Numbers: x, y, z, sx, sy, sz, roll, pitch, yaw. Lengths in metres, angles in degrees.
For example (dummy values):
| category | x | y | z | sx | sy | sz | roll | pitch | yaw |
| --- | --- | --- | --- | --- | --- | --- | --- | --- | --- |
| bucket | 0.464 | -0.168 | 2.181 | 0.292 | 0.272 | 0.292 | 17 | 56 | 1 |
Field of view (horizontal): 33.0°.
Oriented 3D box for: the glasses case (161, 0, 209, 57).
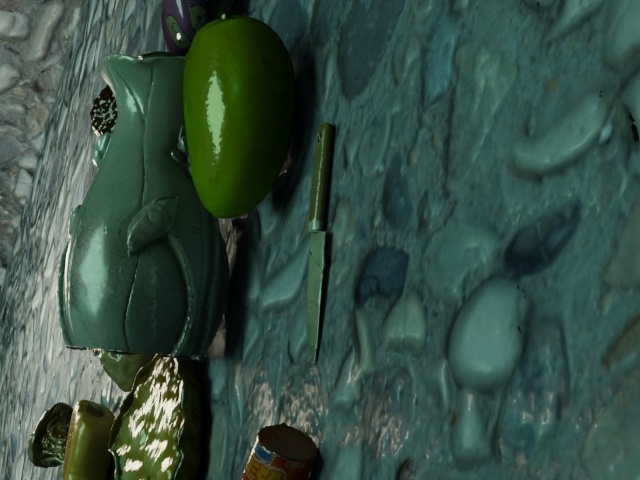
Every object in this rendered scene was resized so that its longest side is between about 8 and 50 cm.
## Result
| category | x | y | z | sx | sy | sz | roll | pitch | yaw |
| --- | --- | --- | --- | --- | --- | --- | --- | --- | --- |
| glasses case | -0.234 | -0.377 | 1.858 | 0.316 | 0.076 | 0.123 | -172 | 73 | -80 |

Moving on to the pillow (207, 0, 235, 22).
| category | x | y | z | sx | sy | sz | roll | pitch | yaw |
| --- | --- | --- | --- | --- | --- | --- | --- | --- | --- |
| pillow | -0.167 | -0.479 | 1.845 | 0.148 | 0.050 | 0.229 | 119 | 149 | -56 |

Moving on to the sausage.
| category | x | y | z | sx | sy | sz | roll | pitch | yaw |
| --- | --- | --- | --- | --- | --- | --- | --- | --- | --- |
| sausage | -0.077 | 0.340 | 1.248 | 0.074 | 0.074 | 0.274 | -121 | 45 | -58 |

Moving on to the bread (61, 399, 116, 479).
| category | x | y | z | sx | sy | sz | roll | pitch | yaw |
| --- | --- | --- | --- | --- | --- | --- | --- | --- | --- |
| bread | -0.439 | 0.398 | 2.065 | 0.134 | 0.085 | 0.173 | -143 | 64 | -69 |

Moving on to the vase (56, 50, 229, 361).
| category | x | y | z | sx | sy | sz | roll | pitch | yaw |
| --- | --- | --- | --- | --- | --- | --- | --- | --- | --- |
| vase | -0.248 | -0.052 | 1.574 | 0.250 | 0.250 | 0.445 | 167 | 108 | -66 |

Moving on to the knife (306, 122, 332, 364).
| category | x | y | z | sx | sy | sz | roll | pitch | yaw |
| --- | --- | --- | --- | --- | --- | --- | --- | --- | --- |
| knife | -0.002 | -0.001 | 1.286 | 0.047 | 0.017 | 0.297 | -15 | 66 | 59 |

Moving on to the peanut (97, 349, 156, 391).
| category | x | y | z | sx | sy | sz | roll | pitch | yaw |
| --- | --- | --- | --- | --- | --- | --- | --- | --- | --- |
| peanut | -0.324 | 0.115 | 1.876 | 0.136 | 0.120 | 0.298 | 139 | 134 | -64 |

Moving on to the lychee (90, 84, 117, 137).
| category | x | y | z | sx | sy | sz | roll | pitch | yaw |
| --- | --- | --- | --- | --- | --- | --- | --- | --- | --- |
| lychee | -0.300 | -0.210 | 1.888 | 0.194 | 0.195 | 0.194 | -170 | 90 | -68 |

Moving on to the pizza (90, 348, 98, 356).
| category | x | y | z | sx | sy | sz | roll | pitch | yaw |
| --- | --- | --- | --- | --- | --- | --- | --- | --- | --- |
| pizza | -0.480 | 0.144 | 2.320 | 0.195 | 0.052 | 0.185 | -149 | 64 | -62 |

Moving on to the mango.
| category | x | y | z | sx | sy | sz | roll | pitch | yaw |
| --- | --- | --- | --- | --- | --- | --- | --- | --- | --- |
| mango | -0.106 | -0.173 | 1.435 | 0.185 | 0.149 | 0.272 | 130 | 140 | -58 |

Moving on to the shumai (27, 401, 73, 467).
| category | x | y | z | sx | sy | sz | roll | pitch | yaw |
| --- | --- | --- | --- | --- | --- | --- | --- | --- | --- |
| shumai | -0.549 | 0.433 | 2.306 | 0.116 | 0.145 | 0.145 | 18 | 99 | 25 |

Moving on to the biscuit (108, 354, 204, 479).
| category | x | y | z | sx | sy | sz | roll | pitch | yaw |
| --- | --- | --- | --- | --- | --- | --- | --- | --- | --- |
| biscuit | -0.251 | 0.341 | 1.664 | 0.329 | 0.078 | 0.335 | -53 | 35 | 43 |
